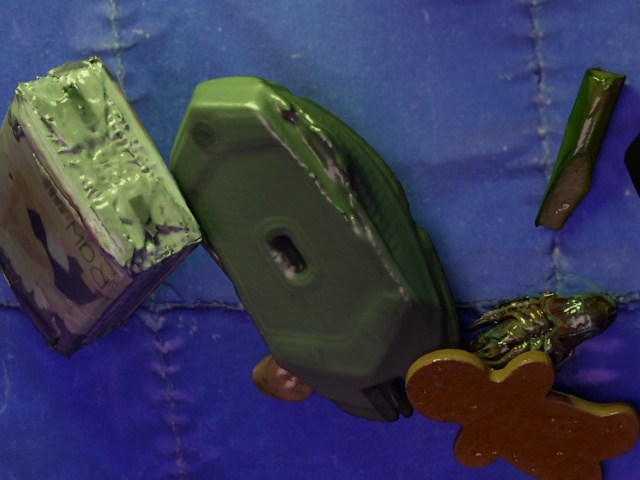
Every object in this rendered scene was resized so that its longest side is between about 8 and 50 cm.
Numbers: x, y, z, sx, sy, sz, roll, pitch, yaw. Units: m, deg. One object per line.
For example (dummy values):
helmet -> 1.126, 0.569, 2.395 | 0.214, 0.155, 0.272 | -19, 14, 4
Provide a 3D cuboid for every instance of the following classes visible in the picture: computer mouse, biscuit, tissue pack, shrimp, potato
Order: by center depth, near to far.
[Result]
biscuit -> 0.205, 0.181, 1.224 | 0.250, 0.036, 0.165 | 24, 121, -8
shrimp -> 0.210, 0.108, 1.236 | 0.233, 0.079, 0.090 | -25, 85, 33
computer mouse -> 0.003, 0.001, 1.275 | 0.228, 0.145, 0.429 | -26, 100, 34
tissue pack -> -0.278, -0.027, 1.330 | 0.242, 0.125, 0.343 | 59, 148, 6
potato -> -0.042, 0.158, 1.378 | 0.083, 0.062, 0.068 | -20, 76, 48

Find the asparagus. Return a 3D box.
asparagus -> 0.262, -0.088, 1.188 | 0.045, 0.041, 0.178 | 26, 112, 27

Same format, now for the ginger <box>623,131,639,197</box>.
ginger -> 0.439, -0.123, 1.004 | 0.211, 0.358, 0.413 | 6, 99, -12
